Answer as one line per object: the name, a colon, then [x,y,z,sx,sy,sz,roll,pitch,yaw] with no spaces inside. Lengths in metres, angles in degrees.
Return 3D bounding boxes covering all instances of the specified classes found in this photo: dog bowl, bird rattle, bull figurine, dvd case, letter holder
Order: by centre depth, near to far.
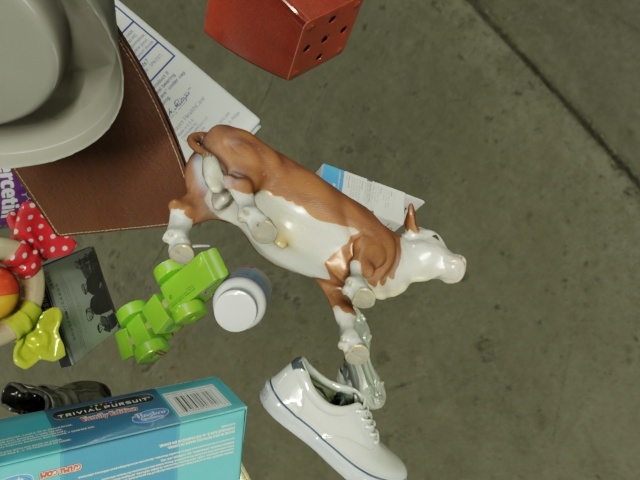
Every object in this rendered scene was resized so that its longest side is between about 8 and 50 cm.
dog bowl: [-0.322,-0.188,0.519,0.348,0.349,0.102,9,62,-17]
bull figurine: [0.000,0.000,0.652,0.310,0.101,0.188,27,28,-11]
letter holder: [-0.265,-0.166,0.815,0.214,0.302,0.152,-4,47,11]
bird rattle: [-0.460,0.068,1.019,0.143,0.207,0.254,17,101,21]
dvd case: [-0.450,0.115,1.267,0.029,0.239,0.179,-15,97,6]

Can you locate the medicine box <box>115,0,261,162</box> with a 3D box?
medicine box: [-0.271,-0.199,1.109,0.289,0.263,0.149,40,75,-8]

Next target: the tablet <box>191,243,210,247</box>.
tablet: [-0.291,0.012,1.521,0.054,0.083,0.006,-2,93,-42]

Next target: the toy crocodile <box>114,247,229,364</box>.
toy crocodile: [-0.286,0.132,1.293,0.105,0.340,0.115,-1,53,-56]

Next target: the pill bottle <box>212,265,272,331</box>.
pill bottle: [-0.128,0.096,1.116,0.087,0.160,0.087,0,98,1]

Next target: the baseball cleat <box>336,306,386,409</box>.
baseball cleat: [0.059,0.230,1.318,0.072,0.109,0.206,-13,88,-39]

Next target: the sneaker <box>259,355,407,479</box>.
sneaker: [0.038,0.261,0.955,0.258,0.094,0.091,38,107,-17]

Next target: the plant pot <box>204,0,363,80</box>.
plant pot: [-0.065,-0.514,1.482,0.267,0.267,0.236,-34,76,-29]

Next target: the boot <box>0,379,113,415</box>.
boot: [-0.382,0.230,0.981,0.161,0.246,0.084,29,69,-38]

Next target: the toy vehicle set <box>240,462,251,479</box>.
toy vehicle set: [-0.273,0.423,1.188,0.266,0.035,0.166,-27,86,-23]

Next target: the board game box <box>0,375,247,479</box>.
board game box: [-0.214,0.325,0.687,0.253,0.079,0.336,-4,108,-33]

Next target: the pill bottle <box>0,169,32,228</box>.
pill bottle: [-0.616,-0.114,1.328,0.322,0.181,0.182,-13,77,-42]

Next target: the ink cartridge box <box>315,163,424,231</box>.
ink cartridge box: [0.062,-0.044,1.068,0.180,0.104,0.060,18,59,-17]
